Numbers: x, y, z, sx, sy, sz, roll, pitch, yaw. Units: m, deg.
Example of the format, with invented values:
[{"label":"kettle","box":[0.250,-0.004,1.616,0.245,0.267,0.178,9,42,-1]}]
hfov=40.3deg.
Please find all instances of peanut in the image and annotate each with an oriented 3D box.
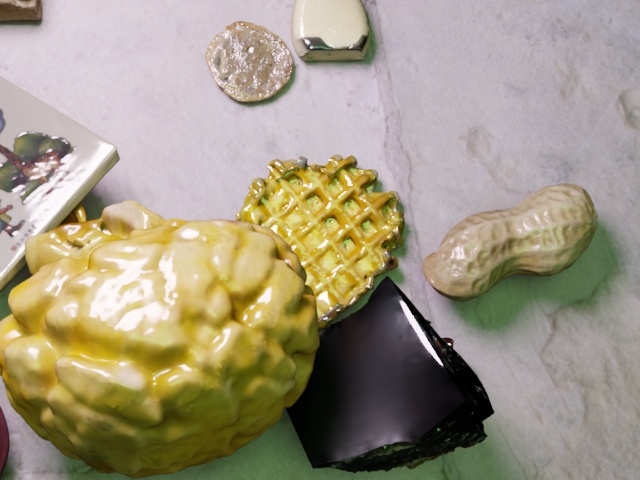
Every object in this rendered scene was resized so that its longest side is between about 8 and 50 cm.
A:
[{"label":"peanut","box":[0.294,0.008,1.329,0.298,0.120,0.136,-20,45,-12]}]

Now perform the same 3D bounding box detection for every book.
[{"label":"book","box":[-0.500,-0.120,1.207,0.370,0.043,0.260,30,67,14]}]

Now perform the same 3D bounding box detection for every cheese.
[{"label":"cheese","box":[0.011,-0.411,1.407,0.127,0.054,0.252,-2,78,-9]}]

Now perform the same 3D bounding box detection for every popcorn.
[{"label":"popcorn","box":[-0.200,0.139,1.101,0.389,0.344,0.354,8,37,11]}]

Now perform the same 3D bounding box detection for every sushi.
[{"label":"sushi","box":[0.105,0.220,1.201,0.227,0.212,0.215,-43,49,17]}]

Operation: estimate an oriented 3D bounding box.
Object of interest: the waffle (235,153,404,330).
[{"label":"waffle","box":[0.000,-0.001,1.317,0.262,0.060,0.281,6,78,-8]}]

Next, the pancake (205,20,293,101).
[{"label":"pancake","box":[-0.112,-0.281,1.376,0.139,0.022,0.140,2,79,-9]}]

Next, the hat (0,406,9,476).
[{"label":"hat","box":[-0.518,0.279,1.165,0.205,0.089,0.206,3,75,-12]}]

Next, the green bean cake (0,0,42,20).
[{"label":"green bean cake","box":[-0.479,-0.425,1.316,0.109,0.085,0.179,0,78,-10]}]

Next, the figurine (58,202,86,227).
[{"label":"figurine","box":[-0.357,0.021,1.227,0.121,0.122,0.176,-3,86,-48]}]
